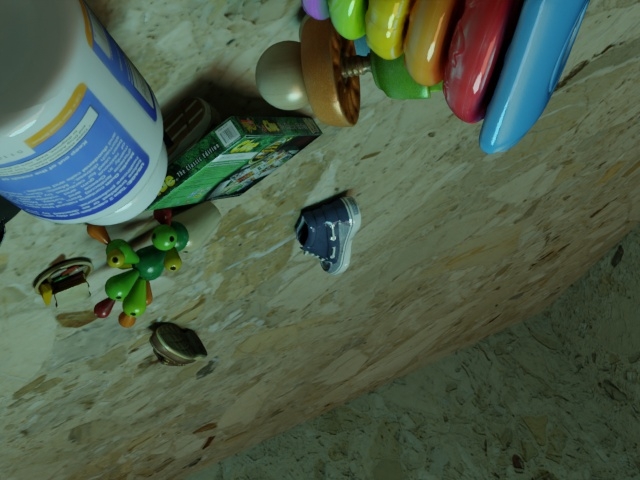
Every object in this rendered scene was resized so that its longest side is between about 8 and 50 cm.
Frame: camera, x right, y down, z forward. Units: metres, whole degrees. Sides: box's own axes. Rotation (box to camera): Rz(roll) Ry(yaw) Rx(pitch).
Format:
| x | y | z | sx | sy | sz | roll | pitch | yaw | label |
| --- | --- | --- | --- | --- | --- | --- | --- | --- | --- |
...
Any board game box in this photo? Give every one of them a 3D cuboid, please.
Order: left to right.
| x | y | z | sx | sy | sz | roll | pitch | yaw | label |
| --- | --- | --- | --- | --- | --- | --- | --- | --- | --- |
| -0.092 | -0.088 | 1.185 | 0.136 | 0.030 | 0.259 | -33 | 176 | 17 | board game box |

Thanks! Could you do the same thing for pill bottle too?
| x | y | z | sx | sy | sz | roll | pitch | yaw | label |
| --- | --- | --- | --- | --- | --- | --- | --- | --- | --- |
| -0.213 | -0.100 | 0.847 | 0.152 | 0.152 | 0.272 | -29 | 163 | 0 | pill bottle |

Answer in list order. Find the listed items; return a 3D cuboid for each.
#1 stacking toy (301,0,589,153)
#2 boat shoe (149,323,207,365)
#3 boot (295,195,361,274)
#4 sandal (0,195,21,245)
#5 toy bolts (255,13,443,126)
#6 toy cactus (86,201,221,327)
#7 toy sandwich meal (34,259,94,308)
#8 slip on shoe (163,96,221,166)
| x | y | z | sx | sy | sz | roll | pitch | yaw | label |
| --- | --- | --- | --- | --- | --- | --- | --- | --- | --- |
| 0.043 | -0.202 | 0.784 | 0.166 | 0.301 | 0.175 | 103 | 14 | -45 | stacking toy |
| -0.238 | 0.178 | 1.741 | 0.060 | 0.064 | 0.178 | -33 | 165 | 5 | boat shoe |
| 0.000 | 0.000 | 1.630 | 0.086 | 0.069 | 0.190 | -16 | 151 | -18 | boot |
| -0.348 | -0.004 | 1.090 | 0.179 | 0.040 | 0.067 | -38 | 161 | 25 | sandal |
| 0.032 | -0.216 | 0.975 | 0.158 | 0.218 | 0.228 | -4 | -172 | 17 | toy bolts |
| -0.200 | 0.008 | 1.306 | 0.180 | 0.112 | 0.219 | -41 | 169 | -34 | toy cactus |
| -0.313 | 0.055 | 1.331 | 0.085 | 0.029 | 0.085 | -26 | 163 | -9 | toy sandwich meal |
| -0.161 | -0.095 | 1.117 | 0.135 | 0.051 | 0.041 | -41 | 154 | 11 | slip on shoe |
